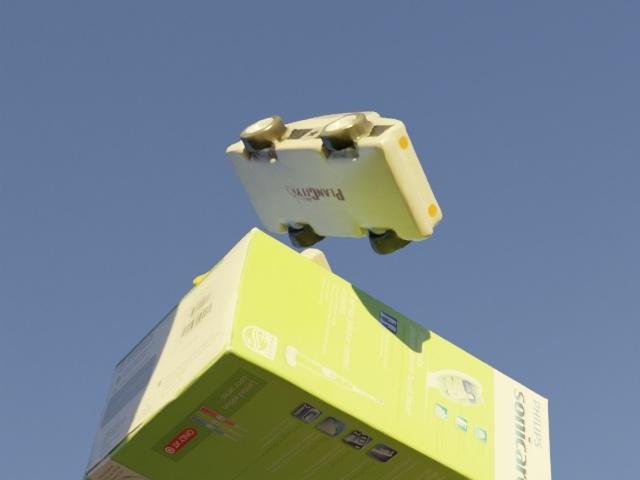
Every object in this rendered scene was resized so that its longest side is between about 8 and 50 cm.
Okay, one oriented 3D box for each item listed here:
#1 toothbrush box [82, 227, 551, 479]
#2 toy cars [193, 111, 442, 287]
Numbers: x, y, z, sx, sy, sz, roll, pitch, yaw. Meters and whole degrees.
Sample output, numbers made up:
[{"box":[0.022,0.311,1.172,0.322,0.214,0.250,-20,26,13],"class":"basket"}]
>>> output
[{"box":[0.001,0.150,0.898,0.283,0.122,0.206,31,-50,-19],"class":"toothbrush box"},{"box":[0.000,0.000,0.969,0.087,0.176,0.393,-39,-15,-31],"class":"toy cars"}]
